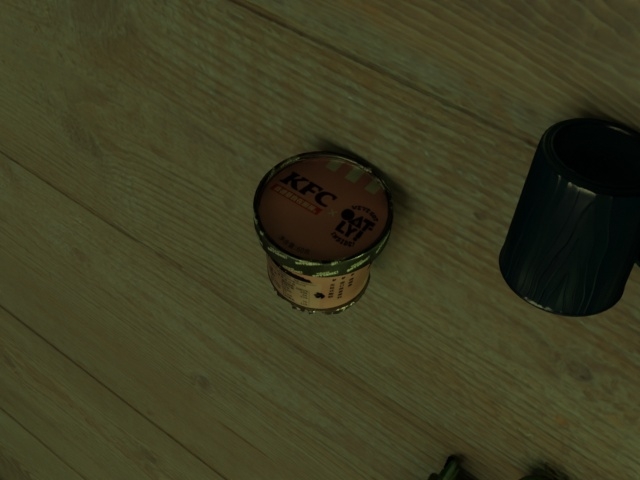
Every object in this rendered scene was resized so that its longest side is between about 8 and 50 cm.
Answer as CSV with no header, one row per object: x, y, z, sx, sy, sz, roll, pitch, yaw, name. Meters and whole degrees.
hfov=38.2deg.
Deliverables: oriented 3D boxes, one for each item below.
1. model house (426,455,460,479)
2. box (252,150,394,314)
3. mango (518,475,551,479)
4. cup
0.173,0.523,1.238,0.313,0.242,0.358,40,141,9,model house
0.000,0.000,1.035,0.151,0.151,0.135,35,149,20,box
0.291,0.362,1.087,0.195,0.092,0.130,57,145,-1,mango
0.242,-0.024,0.805,0.138,0.150,0.113,97,158,-43,cup
